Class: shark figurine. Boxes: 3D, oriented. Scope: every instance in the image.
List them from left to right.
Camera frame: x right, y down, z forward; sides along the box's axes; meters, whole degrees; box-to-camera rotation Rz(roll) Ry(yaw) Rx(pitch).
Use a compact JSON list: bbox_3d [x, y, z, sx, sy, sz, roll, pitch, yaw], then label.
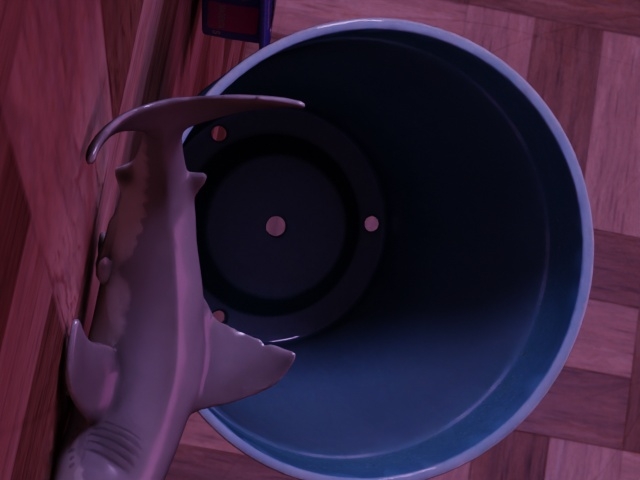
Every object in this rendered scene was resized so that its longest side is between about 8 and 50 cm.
[{"bbox_3d":[-0.065,0.033,0.851,0.166,0.116,0.278,-87,-170,-67],"label":"shark figurine"}]

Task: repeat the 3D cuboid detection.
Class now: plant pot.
[{"bbox_3d":[0.000,0.000,1.096,0.255,0.271,0.272,-164,-95,-74],"label":"plant pot"}]

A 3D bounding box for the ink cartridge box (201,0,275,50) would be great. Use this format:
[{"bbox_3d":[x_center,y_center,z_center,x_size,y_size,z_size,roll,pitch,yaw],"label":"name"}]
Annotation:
[{"bbox_3d":[-0.043,-0.284,1.272,0.186,0.065,0.311,102,-4,-66],"label":"ink cartridge box"}]
